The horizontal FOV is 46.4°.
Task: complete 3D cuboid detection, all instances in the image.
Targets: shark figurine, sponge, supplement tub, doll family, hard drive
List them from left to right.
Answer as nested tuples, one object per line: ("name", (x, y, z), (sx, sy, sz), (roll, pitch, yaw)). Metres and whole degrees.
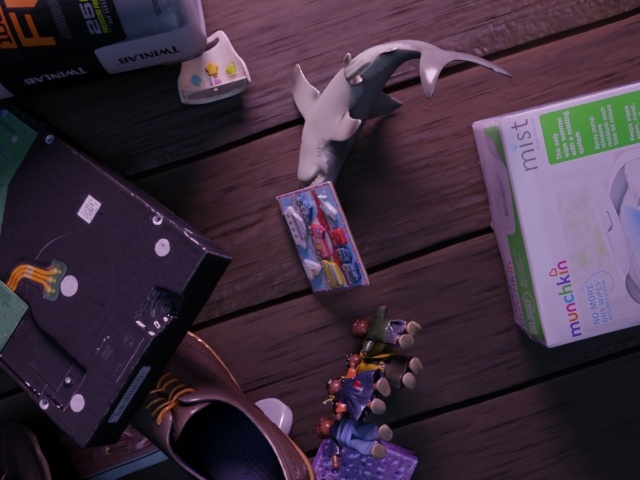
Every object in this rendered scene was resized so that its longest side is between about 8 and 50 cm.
("supplement tub", (-0.293, -0.255, 0.783), (0.316, 0.193, 0.193), (-13, 96, 0))
("hard drive", (-0.283, 0.025, 0.804), (0.339, 0.064, 0.236), (33, 94, 23))
("sponge", (0.027, 0.343, 0.934), (0.117, 0.031, 0.210), (23, 95, -4))
("doll family", (0.050, 0.171, 0.876), (0.076, 0.111, 0.193), (50, 59, -32))
("shark figurine", (0.070, -0.163, 0.838), (0.116, 0.278, 0.166), (4, 62, -39))

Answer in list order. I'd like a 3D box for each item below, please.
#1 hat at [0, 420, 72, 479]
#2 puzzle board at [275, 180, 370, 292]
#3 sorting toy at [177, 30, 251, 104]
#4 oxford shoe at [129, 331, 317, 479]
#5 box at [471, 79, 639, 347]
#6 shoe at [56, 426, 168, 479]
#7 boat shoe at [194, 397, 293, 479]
("hat", (-0.309, 0.353, 0.846), (0.134, 0.331, 0.331), (4, 97, -43))
("puzzle board", (0.000, 0.000, 0.873), (0.011, 0.096, 0.128), (-29, 101, -43))
("sorting toy", (-0.129, -0.204, 0.872), (0.083, 0.045, 0.075), (-16, 89, 0))
("oxford shoe", (-0.152, 0.170, 0.820), (0.364, 0.132, 0.130), (34, 74, 17))
("box", (0.322, -0.039, 0.861), (0.231, 0.127, 0.261), (-13, 97, -2))
("shoe", (-0.225, 0.228, 0.898), (0.178, 0.063, 0.081), (-25, 102, 5))
("boat shoe", (-0.104, 0.313, 0.908), (0.084, 0.095, 0.258), (37, 87, -36))
